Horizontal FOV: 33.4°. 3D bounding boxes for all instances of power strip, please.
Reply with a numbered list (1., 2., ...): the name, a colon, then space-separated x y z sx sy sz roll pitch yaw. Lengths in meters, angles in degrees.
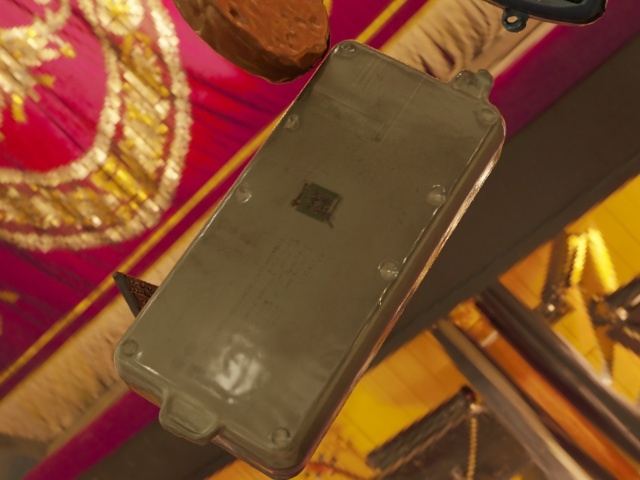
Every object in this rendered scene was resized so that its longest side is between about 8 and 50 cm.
1. power strip: 0.000 0.000 0.596 0.270 0.118 0.046 -56 -17 -20

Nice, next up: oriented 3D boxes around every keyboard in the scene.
1. keyboard: -0.138 0.068 0.976 0.013 0.061 0.204 -31 -14 3

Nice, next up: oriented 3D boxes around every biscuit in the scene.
1. biscuit: -0.078 -0.233 0.669 0.216 0.340 0.047 8 -35 -45

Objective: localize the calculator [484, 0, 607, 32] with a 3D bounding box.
1. calculator: 0.231 -0.344 1.030 0.051 0.172 0.293 -90 17 -73
